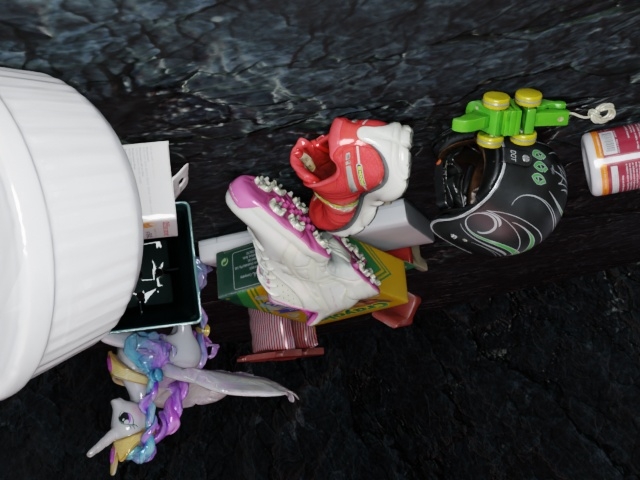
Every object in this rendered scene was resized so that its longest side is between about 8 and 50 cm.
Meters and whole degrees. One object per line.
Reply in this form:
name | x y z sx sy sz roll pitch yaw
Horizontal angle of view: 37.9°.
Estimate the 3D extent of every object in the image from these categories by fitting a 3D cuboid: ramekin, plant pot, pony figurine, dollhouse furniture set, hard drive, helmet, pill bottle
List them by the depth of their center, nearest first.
ramekin | -0.258 -0.016 0.747 0.273 0.272 0.127 -18 179 42
helmet | 0.216 -0.058 1.135 0.162 0.169 0.169 23 151 -40
pill bottle | 0.423 -0.111 1.211 0.152 0.086 0.086 -10 170 11
plant pot | -0.265 0.047 1.343 0.166 0.165 0.234 -6 176 -10
hard drive | 0.000 0.000 1.602 0.353 0.047 0.233 -10 169 16
pony figurine | -0.257 0.204 1.626 0.351 0.363 0.303 0 166 -39
dollhouse furniture set | 0.017 0.113 1.801 0.374 0.201 0.152 -14 168 33

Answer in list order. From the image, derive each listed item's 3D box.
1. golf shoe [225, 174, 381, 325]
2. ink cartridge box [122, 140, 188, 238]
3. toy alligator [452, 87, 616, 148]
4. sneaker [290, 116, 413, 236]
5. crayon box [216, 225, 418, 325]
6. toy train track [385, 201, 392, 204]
golf shoe | -0.042 0.027 1.265 0.140 0.115 0.306 -38 134 13
ink cartridge box | -0.215 -0.051 1.027 0.143 0.089 0.092 -6 169 -9
toy alligator | 0.225 -0.139 1.016 0.190 0.056 0.051 -7 -148 -14
sneaker | 0.019 -0.084 1.093 0.118 0.107 0.279 13 162 -11
crayon box | 0.006 0.069 1.560 0.203 0.083 0.323 -17 158 30
toy train track | 0.069 -0.058 1.435 0.083 0.014 0.048 -6 178 24
